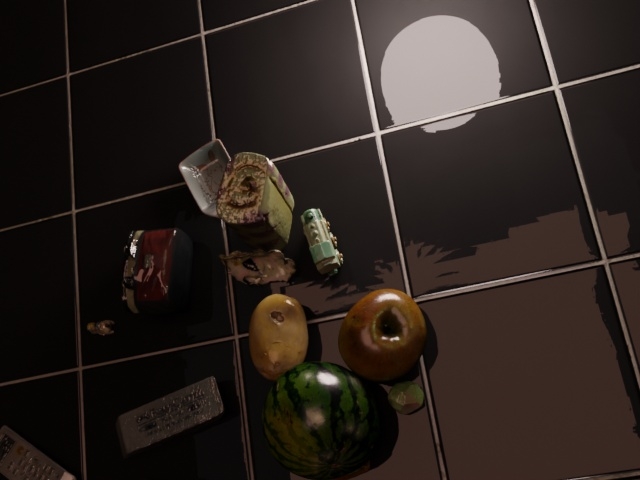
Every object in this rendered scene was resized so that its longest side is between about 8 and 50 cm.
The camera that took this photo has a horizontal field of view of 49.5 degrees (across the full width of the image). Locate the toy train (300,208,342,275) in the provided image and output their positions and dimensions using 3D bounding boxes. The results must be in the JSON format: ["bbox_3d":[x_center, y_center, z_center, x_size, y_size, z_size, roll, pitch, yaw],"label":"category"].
[{"bbox_3d":[0.000,0.000,1.897,0.080,0.125,0.194,-22,71,5],"label":"toy train"}]

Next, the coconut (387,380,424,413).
[{"bbox_3d":[0.212,0.396,1.752,0.082,0.081,0.084,11,80,-24],"label":"coconut"}]

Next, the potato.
[{"bbox_3d":[-0.116,0.257,1.852,0.150,0.146,0.234,15,58,-25],"label":"potato"}]

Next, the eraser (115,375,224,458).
[{"bbox_3d":[-0.417,0.488,1.904,0.352,0.077,0.112,-24,71,9],"label":"eraser"}]

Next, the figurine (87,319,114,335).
[{"bbox_3d":[-0.654,0.254,2.052,0.083,0.050,0.047,-10,67,13],"label":"figurine"}]

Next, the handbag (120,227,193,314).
[{"bbox_3d":[-0.476,0.088,1.979,0.181,0.181,0.255,-4,71,13],"label":"handbag"}]

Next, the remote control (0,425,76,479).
[{"bbox_3d":[-0.827,0.653,1.992,0.312,0.055,0.109,24,77,25],"label":"remote control"}]

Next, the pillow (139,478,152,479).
[{"bbox_3d":[-0.367,0.782,1.794,0.305,0.108,0.308,-1,72,21],"label":"pillow"}]

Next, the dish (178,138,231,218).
[{"bbox_3d":[-0.307,-0.169,2.062,0.154,0.064,0.234,-32,68,5],"label":"dish"}]

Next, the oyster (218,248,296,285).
[{"bbox_3d":[-0.170,0.067,1.950,0.208,0.133,0.072,-16,34,19],"label":"oyster"}]

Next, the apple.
[{"bbox_3d":[0.154,0.242,1.760,0.236,0.207,0.237,1,72,-3],"label":"apple"}]

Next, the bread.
[{"bbox_3d":[-0.171,-0.089,1.859,0.155,0.338,0.187,6,77,10],"label":"bread"}]

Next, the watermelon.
[{"bbox_3d":[0.000,0.435,1.689,0.284,0.285,0.286,-4,74,15],"label":"watermelon"}]

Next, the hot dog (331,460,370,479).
[{"bbox_3d":[0.065,0.576,1.761,0.133,0.041,0.057,-20,71,10],"label":"hot dog"}]
